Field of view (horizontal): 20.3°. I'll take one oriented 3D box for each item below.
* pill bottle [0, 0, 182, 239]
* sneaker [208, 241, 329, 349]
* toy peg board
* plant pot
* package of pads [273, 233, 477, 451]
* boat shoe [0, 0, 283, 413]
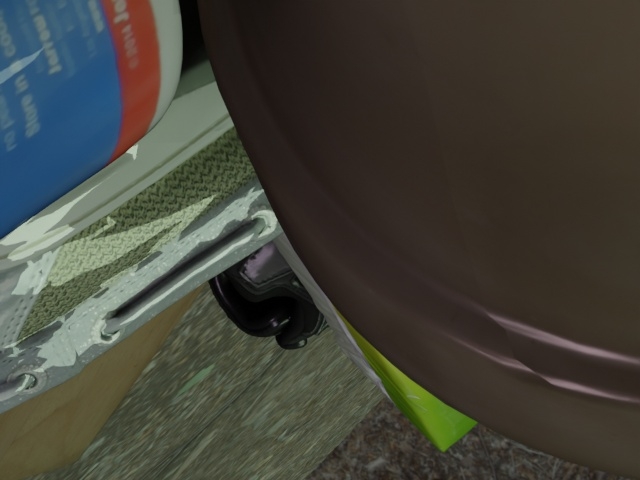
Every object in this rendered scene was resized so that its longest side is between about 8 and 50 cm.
[{"bbox_3d":[-0.145,-0.017,0.347,0.221,0.124,0.124,-37,169,-26],"label":"pill bottle"},{"bbox_3d":[0.000,0.000,1.066,0.135,0.097,0.276,-44,168,4],"label":"sneaker"},{"bbox_3d":[-0.156,0.041,0.749,0.160,0.079,0.161,-12,151,-40],"label":"toy peg board"},{"bbox_3d":[0.097,-0.132,0.409,0.323,0.323,0.280,-42,154,-5],"label":"plant pot"},{"bbox_3d":[0.080,-0.057,0.860,0.229,0.101,0.296,-41,145,-8],"label":"package of pads"},{"bbox_3d":[-0.015,-0.052,0.640,0.320,0.118,0.103,-33,130,-31],"label":"boat shoe"}]
